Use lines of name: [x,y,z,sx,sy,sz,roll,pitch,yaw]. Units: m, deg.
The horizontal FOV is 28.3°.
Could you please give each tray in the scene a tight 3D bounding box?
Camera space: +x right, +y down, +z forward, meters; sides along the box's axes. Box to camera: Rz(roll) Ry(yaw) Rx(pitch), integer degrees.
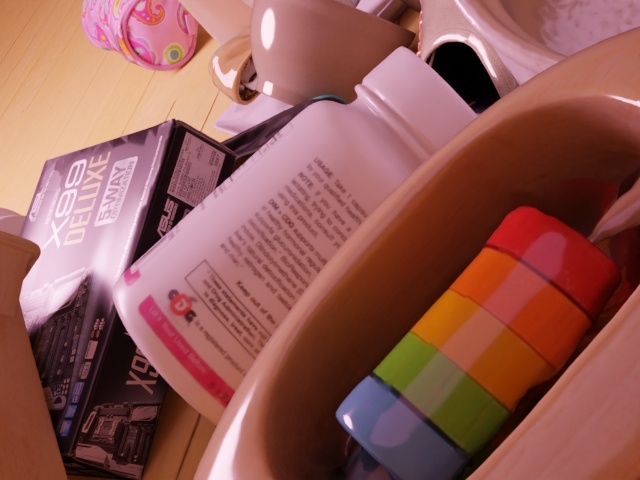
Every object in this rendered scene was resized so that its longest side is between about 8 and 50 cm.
tray: [0.004,-0.203,1.385,0.270,0.030,0.145,-48,25,-8]

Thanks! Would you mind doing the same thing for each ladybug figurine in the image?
ladybug figurine: [0.107,0.084,0.650,0.449,0.162,0.305,-46,30,0]

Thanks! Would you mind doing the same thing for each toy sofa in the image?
toy sofa: [-0.294,0.150,1.001,0.177,0.150,0.362,-52,41,22]

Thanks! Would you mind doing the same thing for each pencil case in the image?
pencil case: [-0.264,-0.319,1.839,0.124,0.124,0.284,-46,25,-5]

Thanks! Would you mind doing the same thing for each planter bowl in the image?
planter bowl: [-0.001,-0.180,1.242,0.162,0.162,0.109,35,106,64]

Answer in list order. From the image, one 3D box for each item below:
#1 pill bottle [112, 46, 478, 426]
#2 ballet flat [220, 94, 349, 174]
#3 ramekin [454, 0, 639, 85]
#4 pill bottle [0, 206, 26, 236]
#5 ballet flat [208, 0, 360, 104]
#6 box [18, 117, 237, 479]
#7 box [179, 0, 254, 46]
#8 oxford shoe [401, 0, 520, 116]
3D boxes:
pill bottle: [0.000,0.000,0.941,0.283,0.160,0.160,-42,26,4]
ballet flat: [-0.083,-0.051,1.218,0.280,0.095,0.096,-27,39,32]
ramekin: [0.224,-0.192,0.825,0.277,0.135,0.277,-9,63,18]
pill bottle: [-0.399,0.038,1.461,0.265,0.153,0.153,-2,48,53]
ballet flat: [-0.017,-0.230,1.363,0.232,0.080,0.073,-40,54,12]
box: [-0.211,0.057,1.157,0.242,0.076,0.307,-8,61,50]
box: [-0.174,-0.414,1.630,0.121,0.311,0.148,-33,28,21]
oxford shoe: [0.121,-0.195,1.089,0.146,0.140,0.397,-47,26,1]
